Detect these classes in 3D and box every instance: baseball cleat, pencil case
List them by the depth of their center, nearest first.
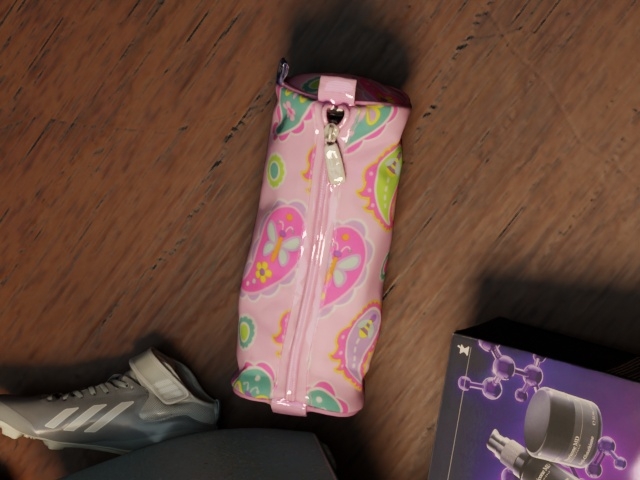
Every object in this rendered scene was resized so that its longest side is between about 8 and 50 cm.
[{"bbox_3d":[0.000,0.000,1.440,0.124,0.124,0.284,12,102,11],"label":"pencil case"},{"bbox_3d":[-0.188,0.139,1.537,0.206,0.072,0.109,12,95,1],"label":"baseball cleat"}]

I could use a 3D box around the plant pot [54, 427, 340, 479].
[{"bbox_3d":[-0.072,0.290,1.424,0.252,0.248,0.247,-28,109,-2],"label":"plant pot"}]

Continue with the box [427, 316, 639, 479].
[{"bbox_3d":[0.185,0.213,1.418,0.184,0.103,0.261,14,102,30],"label":"box"}]
